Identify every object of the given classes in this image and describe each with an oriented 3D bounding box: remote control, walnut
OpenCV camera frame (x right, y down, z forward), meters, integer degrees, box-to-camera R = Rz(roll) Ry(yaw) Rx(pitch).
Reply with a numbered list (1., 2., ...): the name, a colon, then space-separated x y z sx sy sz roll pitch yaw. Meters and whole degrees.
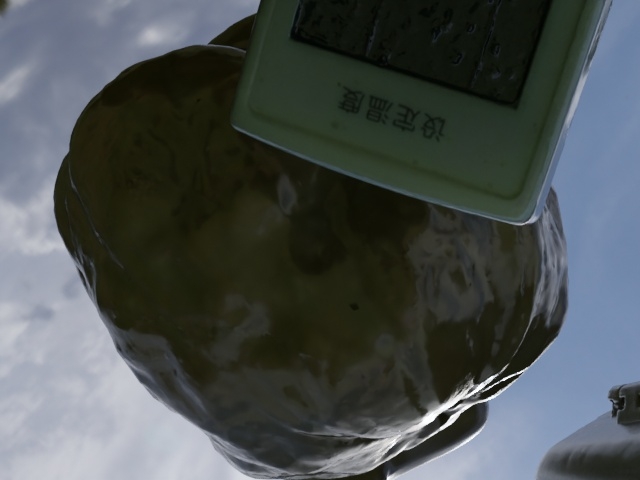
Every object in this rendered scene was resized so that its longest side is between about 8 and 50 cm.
1. remote control: 0.074 -0.186 0.473 0.050 0.145 0.344 -18 126 -71
2. walnut: -0.002 0.001 0.700 0.282 0.277 0.253 -36 161 -26

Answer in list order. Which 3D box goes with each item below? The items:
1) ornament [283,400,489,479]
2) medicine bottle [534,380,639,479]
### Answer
1. ornament: 0.024 0.159 0.900 0.230 0.061 0.245 -26 -159 -14
2. medicine bottle: 0.260 0.211 0.679 0.123 0.282 0.375 -28 174 -14
